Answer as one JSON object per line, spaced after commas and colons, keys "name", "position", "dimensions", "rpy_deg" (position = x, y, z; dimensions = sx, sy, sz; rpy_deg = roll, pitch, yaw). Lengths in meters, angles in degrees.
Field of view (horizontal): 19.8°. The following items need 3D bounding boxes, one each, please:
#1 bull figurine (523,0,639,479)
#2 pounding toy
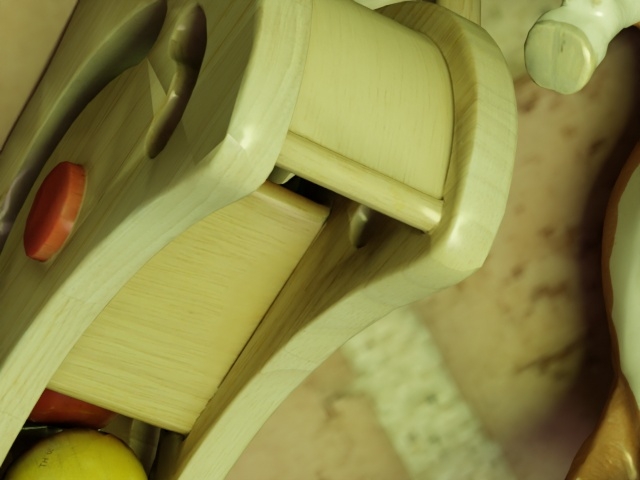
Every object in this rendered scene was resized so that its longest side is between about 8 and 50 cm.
{"name": "bull figurine", "position": [0.133, 0.035, 0.592], "dimensions": [0.188, 0.101, 0.310], "rpy_deg": [-27, 122, -53]}
{"name": "pounding toy", "position": [0.000, 0.000, 0.518], "dimensions": [0.155, 0.154, 0.269], "rpy_deg": [23, 106, -26]}
